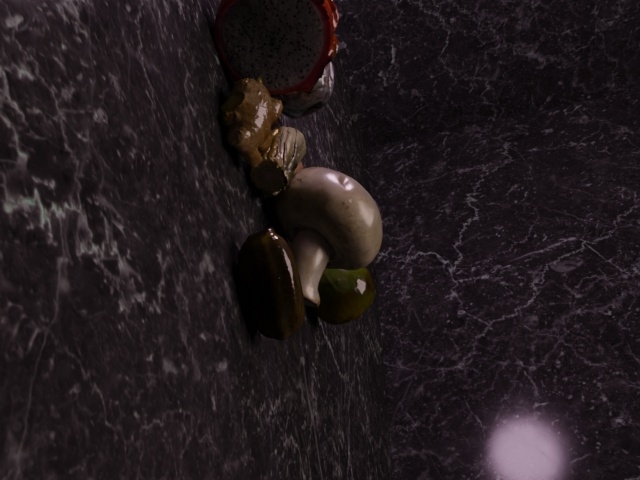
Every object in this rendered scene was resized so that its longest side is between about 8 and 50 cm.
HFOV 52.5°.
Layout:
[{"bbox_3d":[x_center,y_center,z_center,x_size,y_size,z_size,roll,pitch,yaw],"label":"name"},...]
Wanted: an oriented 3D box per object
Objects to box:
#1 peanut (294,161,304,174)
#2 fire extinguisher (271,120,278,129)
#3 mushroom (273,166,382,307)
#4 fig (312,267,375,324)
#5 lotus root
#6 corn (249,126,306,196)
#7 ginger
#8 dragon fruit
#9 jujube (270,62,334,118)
[{"bbox_3d":[-0.090,-0.194,1.835,0.152,0.076,0.076,-47,125,-73],"label":"peanut"},{"bbox_3d":[-0.157,-0.356,1.737,0.064,0.043,0.158,51,-3,27],"label":"fire extinguisher"},{"bbox_3d":[0.028,-0.018,1.708,0.315,0.315,0.356,15,60,-78],"label":"mushroom"},{"bbox_3d":[0.061,0.134,1.957,0.207,0.207,0.230,52,30,-67],"label":"fig"},{"bbox_3d":[-0.102,0.095,1.365,0.123,0.124,0.241,-101,178,-76],"label":"lotus root"},{"bbox_3d":[-0.103,-0.206,1.654,0.305,0.123,0.122,-78,155,-62],"label":"corn"},{"bbox_3d":[-0.155,-0.285,1.479,0.157,0.102,0.216,34,58,-46],"label":"ginger"},{"bbox_3d":[-0.100,-0.509,1.576,0.226,0.305,0.305,-83,159,-59],"label":"dragon fruit"},{"bbox_3d":[-0.074,-0.528,1.919,0.226,0.226,0.317,-53,126,-75],"label":"jujube"}]
